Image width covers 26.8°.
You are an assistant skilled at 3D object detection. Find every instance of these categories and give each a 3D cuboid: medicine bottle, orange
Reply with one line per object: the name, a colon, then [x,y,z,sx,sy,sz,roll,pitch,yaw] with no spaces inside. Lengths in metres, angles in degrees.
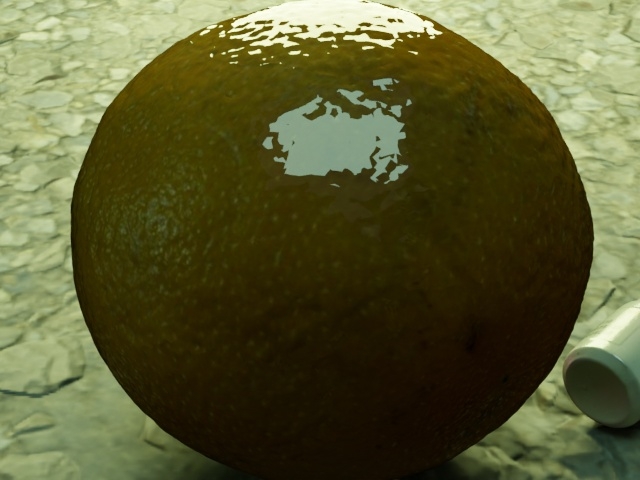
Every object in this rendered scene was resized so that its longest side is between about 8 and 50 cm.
medicine bottle: [0.178,0.062,0.749,0.052,0.052,0.089,26,43,33]
orange: [0.000,0.000,0.689,0.264,0.264,0.264,0,35,0]
